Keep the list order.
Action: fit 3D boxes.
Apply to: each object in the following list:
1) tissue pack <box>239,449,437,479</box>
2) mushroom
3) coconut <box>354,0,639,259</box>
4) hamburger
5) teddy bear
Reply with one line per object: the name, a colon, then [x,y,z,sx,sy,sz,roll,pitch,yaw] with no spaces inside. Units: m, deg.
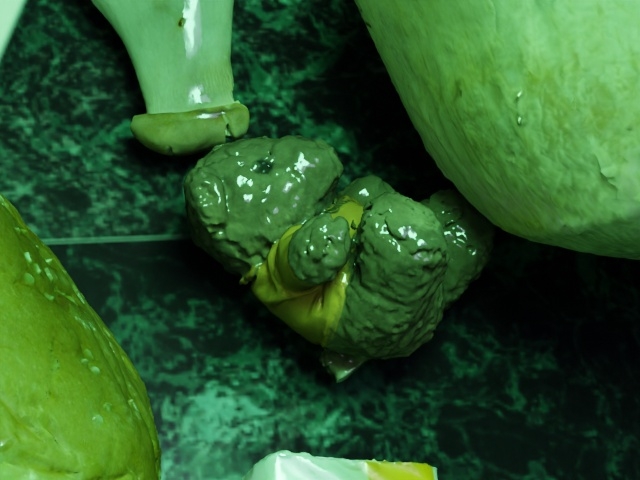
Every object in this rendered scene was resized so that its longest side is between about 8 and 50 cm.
tissue pack: [-0.003,0.255,1.048,0.124,0.185,0.225,4,63,-17]
mushroom: [-0.103,-0.165,1.280,0.116,0.093,0.225,-22,82,-4]
coconut: [0.235,-0.150,1.208,0.404,0.404,0.405,8,63,-16]
hamburger: [-0.187,0.066,1.037,0.134,0.265,0.285,-42,107,-4]
teddy bear: [0.000,0.000,1.216,0.190,0.140,0.177,35,16,10]
